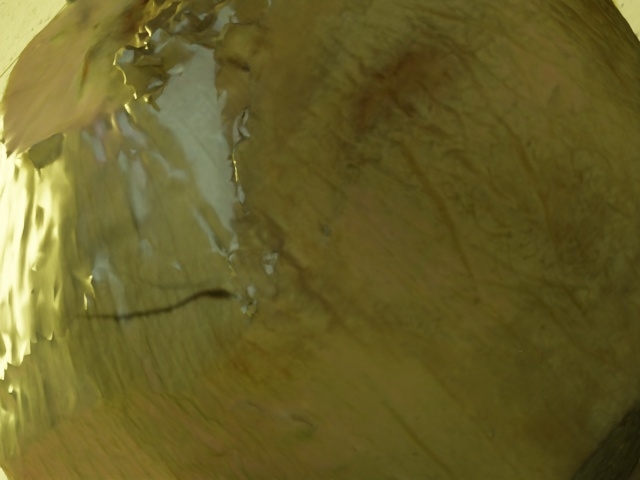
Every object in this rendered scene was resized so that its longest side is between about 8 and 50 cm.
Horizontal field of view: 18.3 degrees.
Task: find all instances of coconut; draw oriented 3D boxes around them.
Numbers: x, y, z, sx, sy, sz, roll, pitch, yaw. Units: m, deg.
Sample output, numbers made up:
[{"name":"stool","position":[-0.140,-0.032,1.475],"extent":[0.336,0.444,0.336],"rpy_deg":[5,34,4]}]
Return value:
[{"name":"coconut","position":[0.000,0.000,0.762],"extent":[0.297,0.254,0.297],"rpy_deg":[-43,27,28]}]
